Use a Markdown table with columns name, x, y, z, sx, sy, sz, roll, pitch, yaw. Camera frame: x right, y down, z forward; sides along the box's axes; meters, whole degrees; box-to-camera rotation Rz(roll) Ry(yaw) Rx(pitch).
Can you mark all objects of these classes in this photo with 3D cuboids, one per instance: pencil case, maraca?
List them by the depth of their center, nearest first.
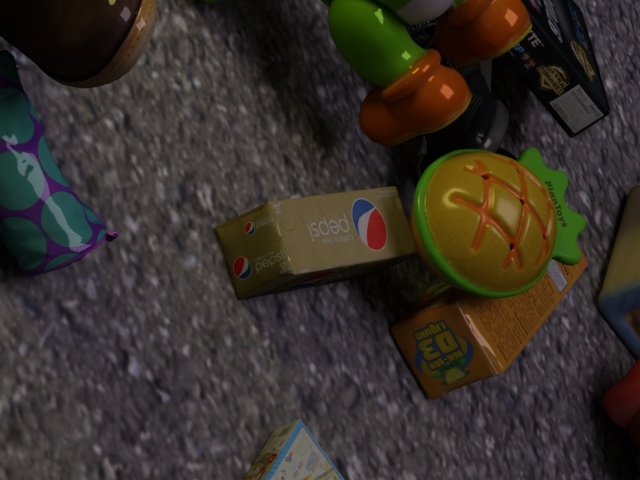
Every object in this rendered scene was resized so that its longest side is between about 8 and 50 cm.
| name | x | y | z | sx | sy | sz | roll | pitch | yaw |
| --- | --- | --- | --- | --- | --- | --- | --- | --- | --- |
| pencil case | -0.198 | -0.052 | 1.257 | 0.070 | 0.064 | 0.151 | -30 | 96 | -29 |
| maraca | 0.147 | -0.018 | 1.563 | 0.186 | 0.099 | 0.127 | -14 | 82 | -41 |

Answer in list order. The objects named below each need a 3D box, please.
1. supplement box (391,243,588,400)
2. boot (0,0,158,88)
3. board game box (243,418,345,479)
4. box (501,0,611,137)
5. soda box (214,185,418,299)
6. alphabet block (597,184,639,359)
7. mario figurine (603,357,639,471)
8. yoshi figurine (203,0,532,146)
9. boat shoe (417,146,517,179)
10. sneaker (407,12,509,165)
| name | x | y | z | sx | sy | sz | roll | pitch | yaw |
| --- | --- | --- | --- | --- | --- | --- | --- | --- | --- |
| supplement box | 0.150 | 0.047 | 1.657 | 0.080 | 0.078 | 0.233 | 59 | 34 | -10 |
| boot | -0.230 | -0.185 | 1.193 | 0.207 | 0.248 | 0.090 | 27 | 94 | -38 |
| board game box | -0.022 | 0.213 | 1.364 | 0.103 | 0.026 | 0.154 | 55 | 35 | -15 |
| box | 0.202 | -0.222 | 1.871 | 0.175 | 0.051 | 0.220 | 47 | 22 | -26 |
| soda box | 0.000 | 0.000 | 1.501 | 0.181 | 0.058 | 0.061 | -8 | 76 | -56 |
| alphabet block | 0.417 | 0.039 | 1.927 | 0.193 | 0.192 | 0.197 | 52 | 37 | -21 |
| mario figurine | 0.369 | 0.228 | 1.747 | 0.170 | 0.198 | 0.320 | 16 | 61 | -34 |
| yoshi figurine | -0.010 | -0.256 | 1.545 | 0.362 | 0.203 | 0.203 | 50 | 19 | -20 |
| boat shoe | 0.134 | -0.065 | 1.740 | 0.133 | 0.042 | 0.049 | -4 | 75 | -53 |
| sneaker | 0.095 | -0.143 | 1.678 | 0.130 | 0.087 | 0.227 | 38 | 27 | -25 |
